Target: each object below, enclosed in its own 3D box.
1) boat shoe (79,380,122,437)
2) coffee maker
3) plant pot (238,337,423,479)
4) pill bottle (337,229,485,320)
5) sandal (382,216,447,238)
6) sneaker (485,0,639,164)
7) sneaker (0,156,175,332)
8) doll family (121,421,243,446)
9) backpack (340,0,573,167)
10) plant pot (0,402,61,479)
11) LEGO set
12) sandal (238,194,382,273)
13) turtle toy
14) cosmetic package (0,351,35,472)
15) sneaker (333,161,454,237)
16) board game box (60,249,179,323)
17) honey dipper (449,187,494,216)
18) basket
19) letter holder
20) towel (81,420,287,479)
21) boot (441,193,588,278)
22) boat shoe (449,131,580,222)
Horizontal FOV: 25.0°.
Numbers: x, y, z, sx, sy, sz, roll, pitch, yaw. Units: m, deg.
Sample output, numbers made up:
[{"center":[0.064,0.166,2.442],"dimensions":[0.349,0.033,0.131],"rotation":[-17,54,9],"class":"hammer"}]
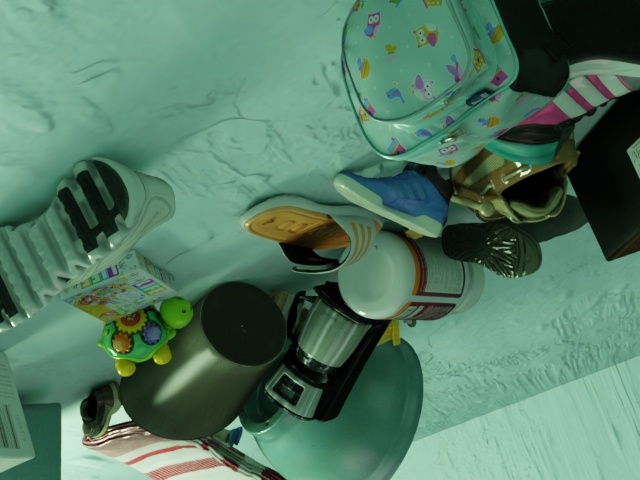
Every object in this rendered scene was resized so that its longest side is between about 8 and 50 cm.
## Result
[{"center":[-0.353,0.265,2.253],"dimensions":[0.049,0.056,0.152],"rotation":[-4,148,-29],"class":"boat shoe"},{"center":[0.022,0.160,2.031],"dimensions":[0.171,0.120,0.178],"rotation":[14,112,-42],"class":"coffee maker"},{"center":[-0.006,0.252,2.276],"dimensions":[0.196,0.293,0.293],"rotation":[27,138,-29],"class":"plant pot"},{"center":[0.131,0.051,2.003],"dimensions":[0.121,0.121,0.221],"rotation":[-30,160,30],"class":"pill bottle"},{"center":[0.132,-0.025,1.891],"dimensions":[0.072,0.049,0.180],"rotation":[-23,163,14],"class":"sandal"},{"center":[0.265,-0.162,1.480],"dimensions":[0.295,0.124,0.178],"rotation":[-11,157,-4],"class":"sneaker"},{"center":[-0.270,0.014,1.489],"dimensions":[0.292,0.110,0.118],"rotation":[-28,170,27],"class":"sneaker"},{"center":[-0.248,0.338,2.423],"dimensions":[0.163,0.118,0.263],"rotation":[14,169,15],"class":"doll family"},{"center":[0.101,-0.156,1.254],"dimensions":[0.144,0.166,0.188],"rotation":[-4,154,-38],"class":"backpack"},{"center":[-0.531,0.382,2.112],"dimensions":[0.252,0.248,0.247],"rotation":[7,153,-24],"class":"plant pot"},{"center":[0.015,0.106,2.149],"dimensions":[0.287,0.107,0.132],"rotation":[-2,121,-34],"class":"LEGO set"},{"center":[-0.009,0.005,1.780],"dimensions":[0.102,0.076,0.265],"rotation":[-29,161,28],"class":"sandal"},{"center":[-0.227,0.112,1.871],"dimensions":[0.130,0.095,0.066],"rotation":[-18,142,-9],"class":"turtle toy"},{"center":[-0.494,0.238,1.833],"dimensions":[0.183,0.151,0.151],"rotation":[-25,162,15],"class":"cosmetic package"},{"center":[0.091,-0.070,1.715],"dimensions":[0.152,0.085,0.058],"rotation":[24,173,-21],"class":"sneaker"},{"center":[-0.246,0.058,1.768],"dimensions":[0.103,0.026,0.154],"rotation":[-22,163,7],"class":"board game box"},{"center":[0.168,-0.049,1.751],"dimensions":[0.030,0.031,0.160],"rotation":[-15,-164,-16],"class":"honey dipper"},{"center":[-0.150,0.164,2.005],"dimensions":[0.204,0.154,0.227],"rotation":[-11,157,-32],"class":"basket"},{"center":[0.478,-0.119,1.818],"dimensions":[0.214,0.152,0.302],"rotation":[-16,163,-19],"class":"letter holder"},{"center":[-0.198,0.377,2.347],"dimensions":[0.329,0.037,0.237],"rotation":[35,146,-31],"class":"towel"},{"center":[0.293,-0.010,1.959],"dimensions":[0.208,0.076,0.189],"rotation":[-8,-162,-35],"class":"boot"},{"center":[0.234,-0.077,1.724],"dimensions":[0.122,0.120,0.324],"rotation":[-18,163,-6],"class":"boat shoe"}]
